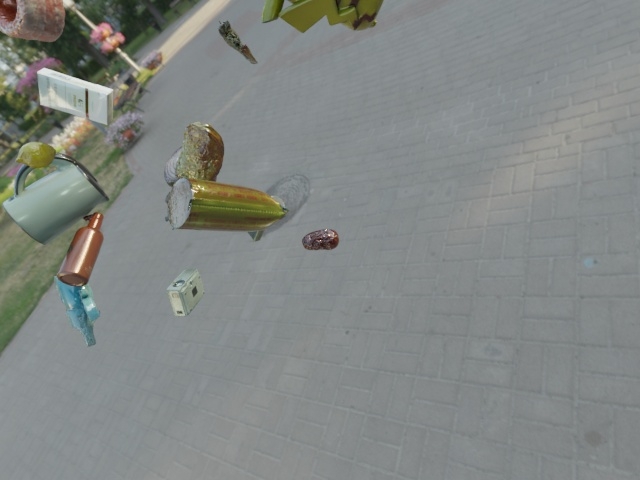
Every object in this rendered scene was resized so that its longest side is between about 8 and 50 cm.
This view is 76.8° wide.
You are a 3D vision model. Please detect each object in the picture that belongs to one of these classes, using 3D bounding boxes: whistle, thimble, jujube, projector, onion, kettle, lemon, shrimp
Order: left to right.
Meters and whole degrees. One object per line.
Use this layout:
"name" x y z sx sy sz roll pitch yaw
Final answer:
"thimble" -1.014 -0.815 1.390 0.239 0.239 0.162 -17 7 33
"lemon" -0.708 -0.212 1.004 0.065 0.065 0.092 0 28 45
"kettle" -0.793 -0.140 1.201 0.236 0.221 0.161 -40 42 -15
"whistle" -0.752 0.198 1.257 0.093 0.273 0.186 -17 -6 -39
"projector" -0.476 0.183 1.444 0.061 0.115 0.147 -3 25 12
"onion" -0.648 -0.329 2.020 0.207 0.206 0.216 -29 59 20
"shrimp" -0.329 -0.790 1.635 0.058 0.173 0.253 -45 0 7
"jujube" 0.000 0.000 1.408 0.130 0.077 0.077 -10 39 -6

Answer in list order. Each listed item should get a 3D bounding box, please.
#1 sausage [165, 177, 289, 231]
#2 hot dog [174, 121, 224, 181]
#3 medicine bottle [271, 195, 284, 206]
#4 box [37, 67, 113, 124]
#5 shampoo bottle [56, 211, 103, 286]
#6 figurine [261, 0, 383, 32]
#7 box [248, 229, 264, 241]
"sausage" -0.202 -0.082 0.991 0.125 0.318 0.117 -25 71 46
"hot dog" -0.473 -0.341 1.592 0.258 0.175 0.114 -65 -9 23
"medicine bottle" -0.152 -0.088 1.182 0.091 0.058 0.058 -28 36 49
"box" -0.584 -0.343 0.967 0.040 0.155 0.083 -91 21 -51
"shampoo bottle" -0.704 0.017 1.209 0.086 0.085 0.244 -25 48 26
"figurine" 0.006 -0.619 0.993 0.169 0.327 0.218 -95 24 -44
"box" -0.282 -0.052 1.736 0.083 0.035 0.079 50 133 25
